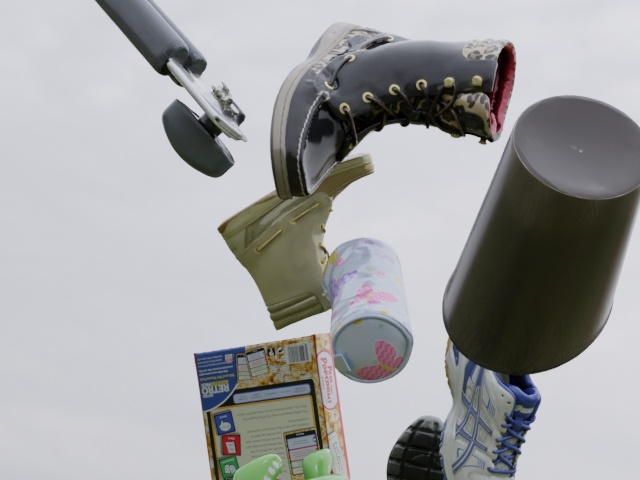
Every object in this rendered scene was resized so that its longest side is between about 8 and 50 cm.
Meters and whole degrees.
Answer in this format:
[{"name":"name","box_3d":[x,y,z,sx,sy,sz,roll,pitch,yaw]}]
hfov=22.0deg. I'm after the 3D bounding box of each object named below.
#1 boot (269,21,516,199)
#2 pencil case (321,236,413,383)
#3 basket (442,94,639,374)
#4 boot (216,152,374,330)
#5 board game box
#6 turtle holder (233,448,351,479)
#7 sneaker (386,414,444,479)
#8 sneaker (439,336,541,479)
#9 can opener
[{"name":"boot","box_3d":[0.103,-0.183,2.305,0.284,0.377,0.138,5,-55,19]},{"name":"pencil case","box_3d":[0.064,0.096,2.360,0.124,0.273,0.114,-9,-66,2]},{"name":"basket","box_3d":[0.219,-0.014,1.540,0.154,0.204,0.227,36,-36,20]},{"name":"boot","box_3d":[0.000,0.000,2.522,0.262,0.203,0.095,-29,2,0]},{"name":"board game box","box_3d":[-0.050,0.204,1.748,0.146,0.194,0.045,-10,-6,23]},{"name":"turtle holder","box_3d":[-0.043,0.340,1.533,0.243,0.227,0.320,-32,-16,0]},{"name":"sneaker","box_3d":[0.158,0.409,2.657,0.101,0.267,0.106,11,5,17]},{"name":"sneaker","box_3d":[0.246,0.253,2.314,0.111,0.297,0.131,2,-9,-40]},{"name":"can opener","box_3d":[-0.172,-0.190,1.802,0.280,0.093,0.074,54,10,29]}]
